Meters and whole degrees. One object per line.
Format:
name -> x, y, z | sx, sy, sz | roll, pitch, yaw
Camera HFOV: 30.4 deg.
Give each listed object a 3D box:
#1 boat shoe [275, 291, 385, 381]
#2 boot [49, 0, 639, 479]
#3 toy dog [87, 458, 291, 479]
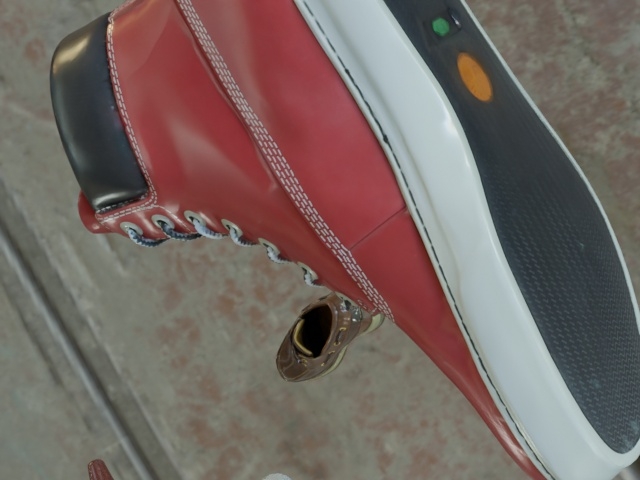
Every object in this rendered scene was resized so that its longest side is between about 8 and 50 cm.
boat shoe -> -0.005, 0.091, 1.141 | 0.178, 0.060, 0.064 | -46, 64, 50
boot -> 0.000, 0.000, 0.442 | 0.176, 0.088, 0.244 | -32, 88, 35
toy dog -> -0.103, 0.260, 1.040 | 0.334, 0.220, 0.161 | -11, 83, 7
